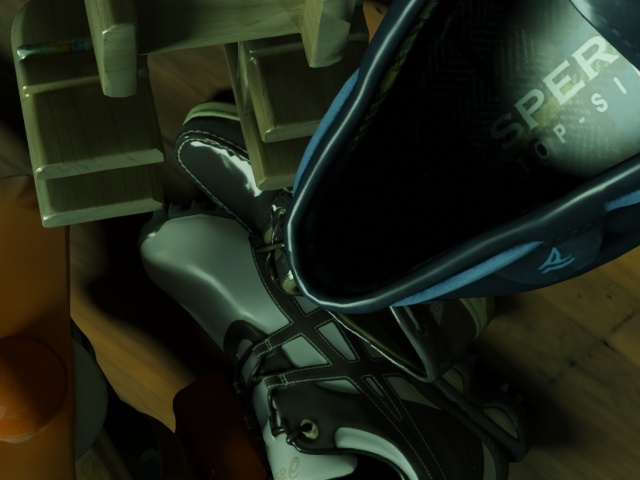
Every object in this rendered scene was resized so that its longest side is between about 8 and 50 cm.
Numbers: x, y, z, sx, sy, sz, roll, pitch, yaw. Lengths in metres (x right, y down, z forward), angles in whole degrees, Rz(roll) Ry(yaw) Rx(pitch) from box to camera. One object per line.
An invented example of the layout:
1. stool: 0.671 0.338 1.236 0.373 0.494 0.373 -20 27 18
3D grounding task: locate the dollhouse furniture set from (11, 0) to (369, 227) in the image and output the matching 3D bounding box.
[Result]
1. dollhouse furniture set: -0.094 -0.120 0.531 0.242 0.161 0.212 -10 157 -10

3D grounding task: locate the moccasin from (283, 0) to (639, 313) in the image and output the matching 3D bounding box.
1. moccasin: 0.098 -0.066 0.402 0.138 0.117 0.342 48 141 12

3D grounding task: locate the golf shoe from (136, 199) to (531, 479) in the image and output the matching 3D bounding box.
1. golf shoe: -0.008 0.059 0.753 0.198 0.094 0.077 33 147 9

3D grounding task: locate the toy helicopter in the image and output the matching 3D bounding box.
1. toy helicopter: -0.147 0.034 0.774 0.355 0.140 0.235 58 180 -1

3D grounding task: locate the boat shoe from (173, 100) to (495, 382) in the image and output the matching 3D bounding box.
1. boat shoe: 0.000 0.000 0.712 0.152 0.049 0.056 34 145 5
